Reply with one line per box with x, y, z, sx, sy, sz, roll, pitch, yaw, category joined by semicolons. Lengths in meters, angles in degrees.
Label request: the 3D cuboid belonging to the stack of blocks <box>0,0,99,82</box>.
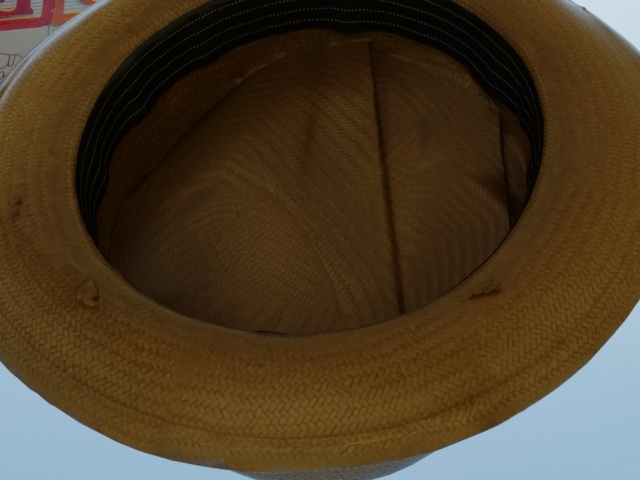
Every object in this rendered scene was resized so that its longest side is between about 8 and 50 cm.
-0.128;-0.091;0.916;0.297;0.171;0.087;-8;-136;-28;stack of blocks

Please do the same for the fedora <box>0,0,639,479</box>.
0.000;0.000;0.497;0.194;0.079;0.194;-2;-137;2;fedora
